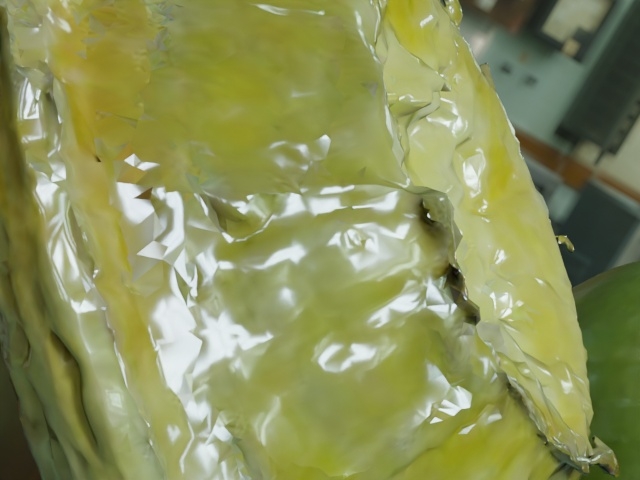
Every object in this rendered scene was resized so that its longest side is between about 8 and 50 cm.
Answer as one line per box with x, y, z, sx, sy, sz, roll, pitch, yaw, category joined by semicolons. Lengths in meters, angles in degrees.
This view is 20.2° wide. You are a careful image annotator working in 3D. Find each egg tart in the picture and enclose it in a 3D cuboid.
0.000;0.000;0.522;0.290;0.115;0.290;-20;90;-75;egg tart

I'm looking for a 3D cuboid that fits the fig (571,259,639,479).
0.215;0.152;1.107;0.316;0.316;0.316;30;9;-5;fig
